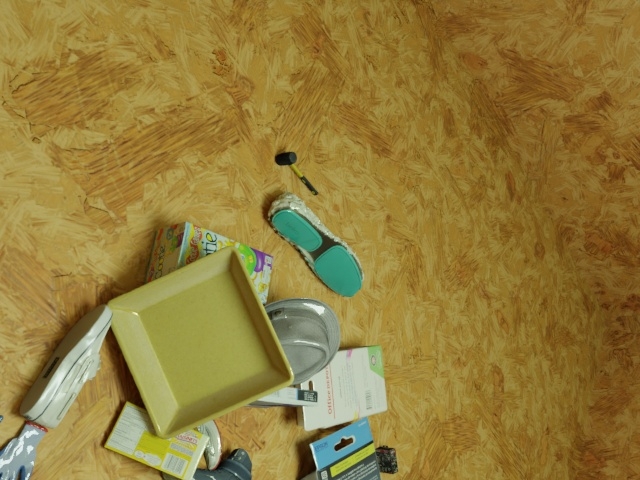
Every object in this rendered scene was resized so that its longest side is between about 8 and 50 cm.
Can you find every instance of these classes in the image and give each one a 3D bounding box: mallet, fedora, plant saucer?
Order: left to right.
[{"bbox_3d":[-0.265,0.224,1.320,0.081,0.332,0.333,10,55,-86],"label":"plant saucer"},{"bbox_3d":[-0.070,0.277,1.488,0.275,0.124,0.244,-5,109,-9],"label":"fedora"},{"bbox_3d":[-0.057,-0.205,1.817,0.189,0.062,0.039,42,56,-32],"label":"mallet"}]

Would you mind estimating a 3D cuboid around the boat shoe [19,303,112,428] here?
[{"bbox_3d":[-0.510,0.263,1.236,0.088,0.096,0.268,47,53,-33],"label":"boat shoe"}]

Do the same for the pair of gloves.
[{"bbox_3d":[-0.636,0.400,1.131,0.198,0.023,0.159,44,51,-31],"label":"pair of gloves"}]

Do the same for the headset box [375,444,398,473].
[{"bbox_3d":[0.213,0.705,1.897,0.032,0.062,0.083,-1,81,-46],"label":"headset box"}]

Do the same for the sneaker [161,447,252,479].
[{"bbox_3d":[-0.266,0.561,1.432,0.226,0.086,0.163,42,40,-15],"label":"sneaker"}]

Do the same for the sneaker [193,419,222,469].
[{"bbox_3d":[-0.306,0.441,1.396,0.092,0.088,0.225,-20,70,-33],"label":"sneaker"}]

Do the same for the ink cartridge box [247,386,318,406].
[{"bbox_3d":[-0.149,0.398,1.494,0.206,0.208,0.045,20,62,-42],"label":"ink cartridge box"}]

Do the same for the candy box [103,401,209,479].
[{"bbox_3d":[-0.364,0.451,1.316,0.205,0.027,0.105,25,63,-5],"label":"candy box"}]

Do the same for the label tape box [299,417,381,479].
[{"bbox_3d":[0.059,0.719,1.705,0.249,0.115,0.348,-9,85,-46],"label":"label tape box"}]

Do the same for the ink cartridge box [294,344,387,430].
[{"bbox_3d":[0.036,0.429,1.734,0.353,0.119,0.207,3,79,-45],"label":"ink cartridge box"}]

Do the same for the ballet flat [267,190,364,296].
[{"bbox_3d":[0.000,0.000,1.792,0.409,0.147,0.147,49,51,-28],"label":"ballet flat"}]

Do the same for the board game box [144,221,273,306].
[{"bbox_3d":[-0.274,0.073,1.480,0.275,0.142,0.144,24,65,-40],"label":"board game box"}]
